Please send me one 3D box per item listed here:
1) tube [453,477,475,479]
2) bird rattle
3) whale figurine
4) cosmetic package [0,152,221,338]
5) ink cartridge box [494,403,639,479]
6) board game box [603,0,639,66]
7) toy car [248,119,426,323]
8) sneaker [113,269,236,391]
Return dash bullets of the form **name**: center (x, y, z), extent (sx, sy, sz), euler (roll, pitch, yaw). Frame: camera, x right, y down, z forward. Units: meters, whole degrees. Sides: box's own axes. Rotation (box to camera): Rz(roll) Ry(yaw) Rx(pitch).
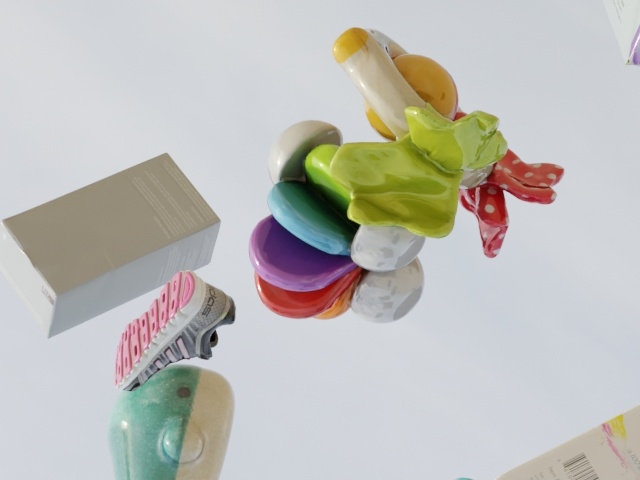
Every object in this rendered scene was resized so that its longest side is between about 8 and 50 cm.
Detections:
- **tube**: center (0.064, 0.264, 1.151), extent (0.052, 0.080, 0.207), euler (2, -138, 47)
- **bird rattle**: center (0.104, -0.099, 1.333), extent (0.207, 0.143, 0.253), euler (55, -155, 14)
- **whale figurine**: center (-0.186, 0.266, 1.785), extent (0.141, 0.216, 0.272), euler (15, -123, -2)
- **cosmetic package**: center (-0.251, 0.004, 1.871), extent (0.238, 0.107, 0.127), euler (-25, -116, -27)
- **ink cartridge box**: center (0.371, 0.280, 1.682), extent (0.353, 0.119, 0.207), euler (-24, -109, -14)
- **board game box**: center (0.298, -0.146, 0.802), extent (0.275, 0.142, 0.144), euler (13, -148, -9)
- **toy car**: center (0.000, 0.000, 1.352), extent (0.136, 0.182, 0.159), euler (-35, -118, -21)
- **sneaker**: center (-0.139, 0.096, 1.515), extent (0.075, 0.170, 0.063), euler (21, -140, -28)
